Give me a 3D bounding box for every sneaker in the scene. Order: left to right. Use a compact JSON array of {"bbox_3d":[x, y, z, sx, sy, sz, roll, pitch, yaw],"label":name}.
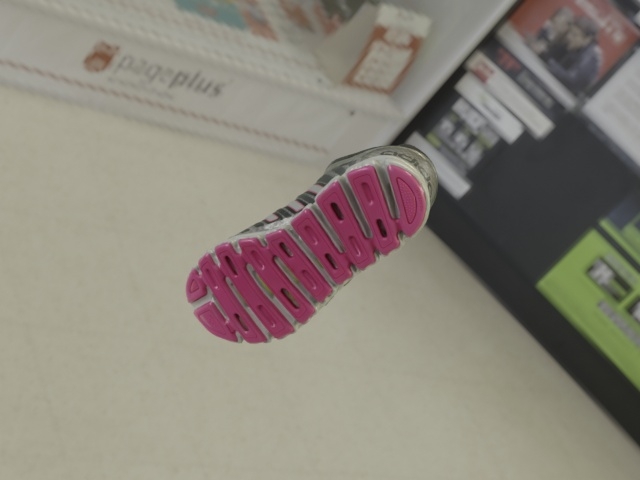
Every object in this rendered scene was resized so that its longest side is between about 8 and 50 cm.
[{"bbox_3d":[0.000,0.000,0.738,0.063,0.170,0.075,54,32,-3],"label":"sneaker"}]
